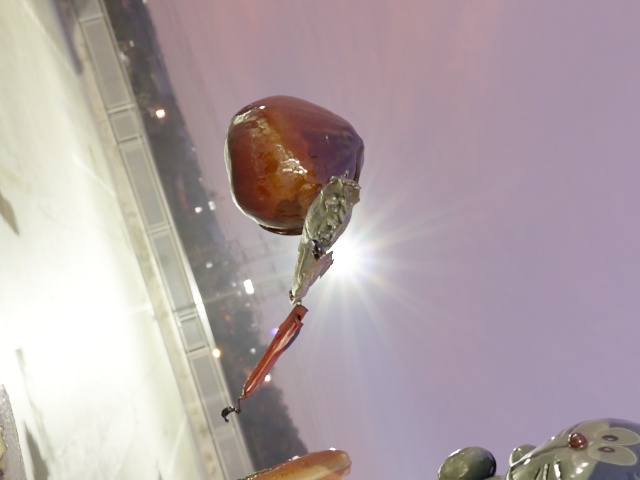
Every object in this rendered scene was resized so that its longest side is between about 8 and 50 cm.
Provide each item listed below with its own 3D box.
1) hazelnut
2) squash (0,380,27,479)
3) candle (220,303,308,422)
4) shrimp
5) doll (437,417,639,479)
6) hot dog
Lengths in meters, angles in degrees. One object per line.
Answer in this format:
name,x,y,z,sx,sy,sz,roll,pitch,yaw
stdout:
hazelnut,-0.035,-0.120,1.153,0.251,0.217,0.217,-14,86,-76
squash,-0.229,0.246,0.575,0.252,0.169,0.093,53,-6,-14
candle,-0.066,0.150,0.921,0.026,0.167,0.021,29,-13,25
shrimp,0.000,0.000,0.822,0.223,0.048,0.126,117,-7,-64
doll,0.207,0.253,0.693,0.154,0.228,0.258,48,-53,6
hot dog,-0.056,0.368,1.154,0.092,0.236,0.062,-47,-120,46
